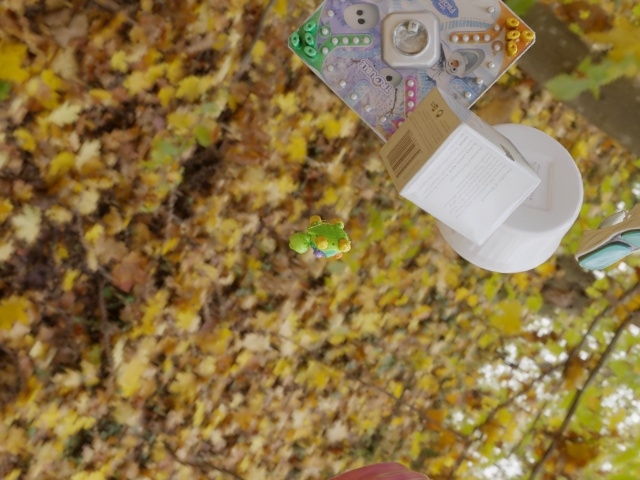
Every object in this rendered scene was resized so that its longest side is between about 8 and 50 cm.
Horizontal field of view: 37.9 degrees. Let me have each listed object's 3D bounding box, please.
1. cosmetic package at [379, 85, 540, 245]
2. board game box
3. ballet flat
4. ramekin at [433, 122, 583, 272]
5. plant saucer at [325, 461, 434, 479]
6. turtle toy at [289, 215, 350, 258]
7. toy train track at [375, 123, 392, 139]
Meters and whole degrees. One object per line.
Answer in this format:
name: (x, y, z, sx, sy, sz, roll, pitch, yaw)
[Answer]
cosmetic package: (0.223, -0.121, 1.512, 0.151, 0.184, 0.151, -49, -151, 20)
board game box: (0.193, -0.434, 1.998, 0.390, 0.390, 0.050, -45, 177, 3)
ballet flat: (0.812, -0.030, 2.421, 0.139, 0.139, 0.400, -61, -165, -26)
ramekin: (0.362, -0.089, 1.776, 0.277, 0.277, 0.135, -61, 179, -27)
plant saucer: (0.040, 0.456, 1.531, 0.332, 0.332, 0.084, -57, -132, 47)
turtle toy: (0.000, 0.000, 1.935, 0.095, 0.130, 0.066, -106, -153, -49)
toy train track: (0.131, -0.174, 1.611, 0.014, 0.083, 0.048, -41, 166, -44)
